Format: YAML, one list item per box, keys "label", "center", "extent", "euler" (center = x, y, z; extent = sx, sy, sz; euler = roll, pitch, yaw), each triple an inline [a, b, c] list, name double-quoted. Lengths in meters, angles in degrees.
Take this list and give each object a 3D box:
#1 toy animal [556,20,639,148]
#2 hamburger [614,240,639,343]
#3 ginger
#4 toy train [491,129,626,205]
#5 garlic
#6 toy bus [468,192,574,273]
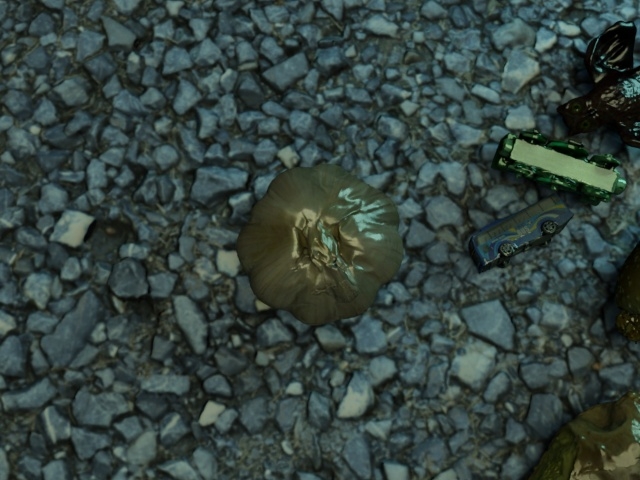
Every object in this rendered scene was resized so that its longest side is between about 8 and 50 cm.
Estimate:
- label: "toy animal"
  center: [0.445, -0.204, 0.957]
  extent: [0.179, 0.116, 0.219]
  euler: [-26, 76, 20]
- label: "hamburger"
  center: [0.470, 0.040, 0.856]
  extent: [0.122, 0.189, 0.215]
  euler: [41, 83, 17]
- label: "ginger"
  center: [0.418, 0.325, 0.833]
  extent: [0.270, 0.123, 0.219]
  euler: [36, 84, -4]
- label: "toy train"
  center: [0.333, -0.101, 0.919]
  extent: [0.178, 0.104, 0.071]
  euler: [19, 91, 3]
- label: "garlic"
  center: [0.001, 0.004, 0.874]
  extent: [0.227, 0.152, 0.228]
  euler: [-1, 75, 3]
- label: "toy bus"
  center: [0.283, -0.009, 0.931]
  extent: [0.153, 0.051, 0.061]
  euler: [-26, 68, -5]
